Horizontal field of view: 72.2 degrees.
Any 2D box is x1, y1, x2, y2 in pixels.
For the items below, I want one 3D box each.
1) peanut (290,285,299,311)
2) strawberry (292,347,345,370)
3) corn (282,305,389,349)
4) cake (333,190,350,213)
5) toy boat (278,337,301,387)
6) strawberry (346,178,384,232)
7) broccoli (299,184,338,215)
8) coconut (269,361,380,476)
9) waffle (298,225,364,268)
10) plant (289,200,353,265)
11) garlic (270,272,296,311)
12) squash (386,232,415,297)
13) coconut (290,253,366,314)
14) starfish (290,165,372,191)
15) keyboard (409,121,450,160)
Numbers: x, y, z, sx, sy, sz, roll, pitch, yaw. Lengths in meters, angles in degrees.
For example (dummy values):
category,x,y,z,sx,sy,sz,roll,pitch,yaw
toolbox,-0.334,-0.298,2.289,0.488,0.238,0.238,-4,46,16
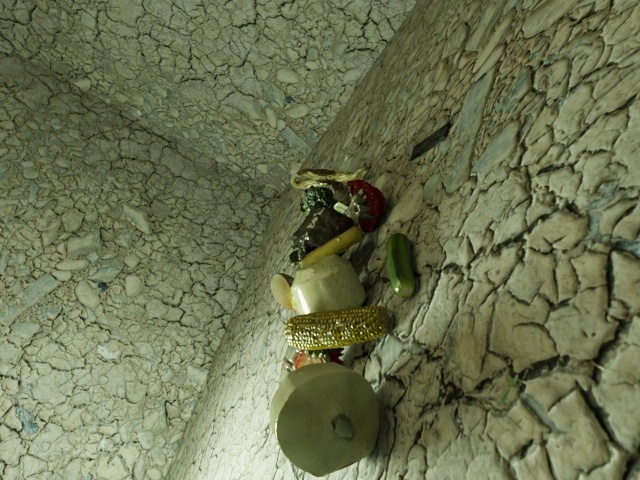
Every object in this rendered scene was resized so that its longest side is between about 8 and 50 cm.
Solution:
category,x,y,z,sx,sy,sz,roll,pitch,yaw
peanut,-0.022,0.180,1.530,0.305,0.147,0.146,-37,28,59
strawberry,-0.005,0.399,1.179,0.174,0.098,0.228,-16,56,51
corn,0.031,0.231,1.137,0.311,0.101,0.101,-11,44,29
cake,0.112,-0.174,1.975,0.051,0.055,0.140,-53,-1,39
toy boat,-0.087,0.399,1.453,0.276,0.111,0.293,-94,23,-77
strawberry,0.166,-0.134,1.523,0.111,0.190,0.236,-19,9,7
broccoli,-0.007,-0.136,2.111,0.274,0.177,0.198,94,-172,-72
coconut,0.008,0.369,0.917,0.241,0.241,0.241,-56,15,24
waffle,0.042,0.025,1.477,0.221,0.055,0.248,-32,0,5
plant,0.000,0.000,1.718,0.276,0.189,0.199,-59,17,5
garlic,-0.151,0.226,1.979,0.318,0.112,0.143,-153,68,-70
squash,0.204,0.057,1.126,0.066,0.066,0.228,-54,18,31
coconut,0.028,0.161,1.288,0.202,0.221,0.202,-24,5,2
starfish,0.018,-0.293,2.030,0.432,0.324,0.082,175,99,-78
keyboard,0.350,-0.317,1.418,0.198,0.010,0.063,-28,38,66
